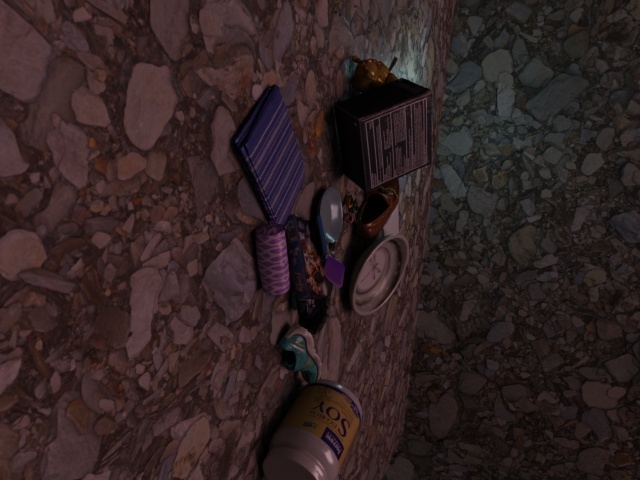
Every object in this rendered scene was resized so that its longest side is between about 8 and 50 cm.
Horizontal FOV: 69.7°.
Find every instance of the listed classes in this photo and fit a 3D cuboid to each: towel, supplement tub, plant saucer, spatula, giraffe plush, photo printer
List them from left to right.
[{"bbox_3d":[-0.123,-0.212,1.234,0.336,0.040,0.243,72,33,-51],"label":"towel"},{"bbox_3d":[-0.022,0.653,1.520,0.331,0.241,0.240,-48,141,-54],"label":"supplement tub"},{"bbox_3d":[0.025,-0.088,1.599,0.195,0.038,0.194,0,90,-64],"label":"plant saucer"},{"bbox_3d":[0.044,0.039,1.598,0.084,0.030,0.296,35,29,-24],"label":"spatula"},{"bbox_3d":[0.189,-0.593,1.690,0.171,0.181,0.210,0,110,-46],"label":"giraffe plush"},{"bbox_3d":[0.238,0.138,2.034,0.401,0.101,0.400,-31,135,-37],"label":"plant saucer"},{"bbox_3d":[0.304,-0.009,2.219,0.256,0.107,0.307,-55,146,-47],"label":"photo printer"}]

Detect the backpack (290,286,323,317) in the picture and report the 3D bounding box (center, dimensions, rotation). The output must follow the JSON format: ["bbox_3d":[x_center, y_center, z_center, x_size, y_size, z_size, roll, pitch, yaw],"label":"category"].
[{"bbox_3d":[-0.046,0.177,1.486,0.105,0.084,0.114,-30,122,-61],"label":"backpack"}]

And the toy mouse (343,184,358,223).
[{"bbox_3d":[0.120,-0.118,1.841,0.143,0.031,0.160,65,40,-53],"label":"toy mouse"}]

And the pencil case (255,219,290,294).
[{"bbox_3d":[-0.129,0.048,1.252,0.088,0.087,0.205,-89,178,-64],"label":"pencil case"}]

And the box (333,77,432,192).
[{"bbox_3d":[0.227,-0.377,1.640,0.294,0.183,0.296,-26,132,-17],"label":"box"}]

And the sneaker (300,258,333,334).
[{"bbox_3d":[0.004,0.196,1.595,0.106,0.101,0.267,28,73,-69],"label":"sneaker"}]

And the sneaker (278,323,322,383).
[{"bbox_3d":[-0.074,0.389,1.521,0.110,0.107,0.275,-42,135,-28],"label":"sneaker"}]

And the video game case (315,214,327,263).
[{"bbox_3d":[0.000,0.000,1.483,0.166,0.015,0.119,104,-23,-74],"label":"video game case"}]

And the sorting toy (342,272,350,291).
[{"bbox_3d":[0.108,0.182,1.948,0.083,0.012,0.061,-51,148,-56],"label":"sorting toy"}]

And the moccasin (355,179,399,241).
[{"bbox_3d":[0.252,-0.171,2.023,0.380,0.139,0.146,-53,155,-32],"label":"moccasin"}]

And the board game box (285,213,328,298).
[{"bbox_3d":[-0.043,0.054,1.386,0.165,0.042,0.243,19,58,-67],"label":"board game box"}]
